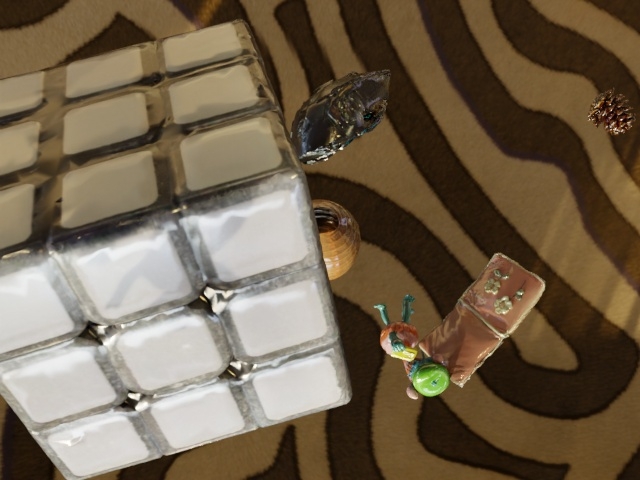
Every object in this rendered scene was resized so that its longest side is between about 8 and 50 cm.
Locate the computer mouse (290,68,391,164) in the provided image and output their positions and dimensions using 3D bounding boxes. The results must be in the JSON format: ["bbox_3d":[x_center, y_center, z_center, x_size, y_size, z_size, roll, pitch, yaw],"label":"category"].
[{"bbox_3d":[0.026,-0.195,1.081,0.242,0.146,0.078,-53,123,-43],"label":"computer mouse"}]

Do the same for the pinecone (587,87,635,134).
[{"bbox_3d":[0.529,-0.231,1.336,0.083,0.077,0.077,34,75,15],"label":"pinecone"}]

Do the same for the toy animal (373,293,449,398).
[{"bbox_3d":[0.151,0.179,1.291,0.100,0.103,0.208,-34,37,15],"label":"toy animal"}]

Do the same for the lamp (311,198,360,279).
[{"bbox_3d":[0.000,0.000,1.216,0.136,0.136,0.136,1,77,-6],"label":"lamp"}]

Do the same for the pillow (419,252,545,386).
[{"bbox_3d":[0.280,0.135,1.278,0.232,0.126,0.043,-49,128,-2],"label":"pillow"}]

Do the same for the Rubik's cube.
[{"bbox_3d":[-0.160,0.006,0.732,0.303,0.305,0.301,-17,43,-3],"label":"Rubik's cube"}]
